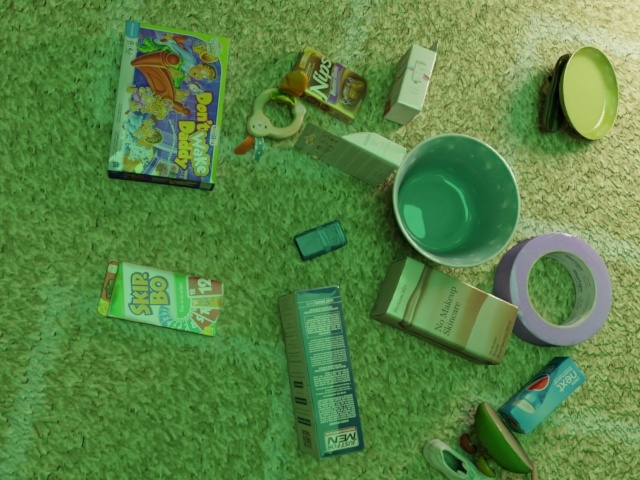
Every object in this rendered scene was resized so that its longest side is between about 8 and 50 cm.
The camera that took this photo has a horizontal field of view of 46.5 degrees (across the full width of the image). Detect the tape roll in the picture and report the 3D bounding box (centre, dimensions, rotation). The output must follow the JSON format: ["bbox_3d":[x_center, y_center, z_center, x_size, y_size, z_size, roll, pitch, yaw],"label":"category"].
[{"bbox_3d":[0.569,0.122,1.828,0.275,0.090,0.275,3,80,-14],"label":"tape roll"}]

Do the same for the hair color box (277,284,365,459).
[{"bbox_3d":[-0.003,0.281,1.616,0.105,0.174,0.347,-6,83,-16],"label":"hair color box"}]

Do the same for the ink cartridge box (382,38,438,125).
[{"bbox_3d":[0.220,-0.394,1.814,0.067,0.115,0.198,19,76,-10],"label":"ink cartridge box"}]

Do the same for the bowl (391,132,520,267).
[{"bbox_3d":[0.291,-0.079,1.754,0.311,0.163,0.311,2,80,-14],"label":"bowl"}]

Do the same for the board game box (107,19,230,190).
[{"bbox_3d":[-0.339,-0.301,1.680,0.233,0.078,0.347,6,79,-13],"label":"board game box"}]

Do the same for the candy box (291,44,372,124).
[{"bbox_3d":[0.019,-0.372,1.794,0.187,0.053,0.109,27,76,-7],"label":"candy box"}]

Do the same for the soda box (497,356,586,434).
[{"bbox_3d":[0.531,0.369,1.788,0.210,0.067,0.071,-37,91,-17],"label":"soda box"}]

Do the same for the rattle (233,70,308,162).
[{"bbox_3d":[-0.108,-0.278,1.706,0.200,0.143,0.130,-44,111,-22],"label":"rattle"}]

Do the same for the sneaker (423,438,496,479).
[{"bbox_3d":[0.333,0.534,1.698,0.212,0.094,0.080,36,73,-6],"label":"sneaker"}]

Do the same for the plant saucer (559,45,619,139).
[{"bbox_3d":[0.689,-0.380,1.931,0.241,0.037,0.241,0,90,-37],"label":"plant saucer"}]

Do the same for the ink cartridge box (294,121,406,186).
[{"bbox_3d":[0.065,-0.212,1.711,0.225,0.181,0.056,28,75,-6],"label":"ink cartridge box"}]

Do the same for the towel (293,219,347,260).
[{"bbox_3d":[0.000,0.000,1.739,0.119,0.029,0.067,-21,86,-17],"label":"towel"}]

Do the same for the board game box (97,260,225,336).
[{"bbox_3d":[-0.347,0.127,1.632,0.259,0.039,0.124,12,78,-9],"label":"board game box"}]

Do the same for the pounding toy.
[{"bbox_3d":[0.402,0.493,1.703,0.110,0.183,0.237,-37,95,9],"label":"pounding toy"}]

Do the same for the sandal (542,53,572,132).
[{"bbox_3d":[0.611,-0.383,1.937,0.090,0.060,0.219,18,85,-35],"label":"sandal"}]

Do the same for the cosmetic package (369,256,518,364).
[{"bbox_3d":[0.286,0.166,1.729,0.296,0.129,0.153,23,77,-9],"label":"cosmetic package"}]
